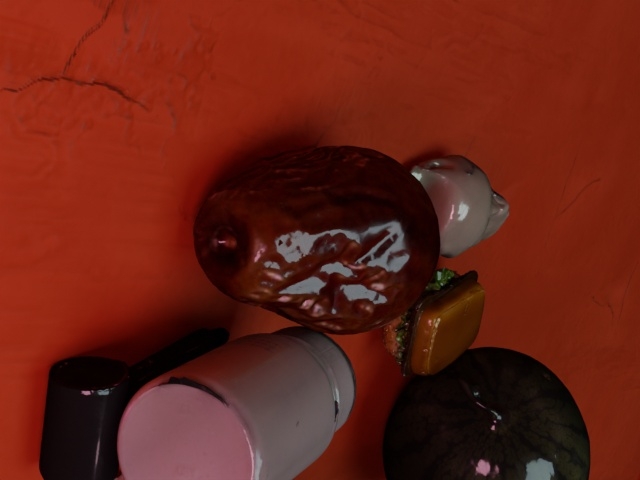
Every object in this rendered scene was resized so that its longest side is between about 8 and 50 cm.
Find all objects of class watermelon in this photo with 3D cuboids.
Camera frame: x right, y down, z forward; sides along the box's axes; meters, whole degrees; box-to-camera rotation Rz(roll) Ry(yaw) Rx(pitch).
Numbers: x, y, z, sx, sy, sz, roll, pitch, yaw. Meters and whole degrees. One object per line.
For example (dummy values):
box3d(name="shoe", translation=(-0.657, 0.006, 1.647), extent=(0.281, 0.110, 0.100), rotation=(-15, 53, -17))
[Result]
box3d(name="watermelon", translation=(0.223, 0.285, 1.575), extent=(0.279, 0.278, 0.359), rotation=(-52, 160, -20))

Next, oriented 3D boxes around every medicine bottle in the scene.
box3d(name="medicine bottle", translation=(-0.065, 0.162, 1.082), extent=(0.258, 0.143, 0.144), rotation=(-21, 131, -65))

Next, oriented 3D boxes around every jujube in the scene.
box3d(name="jujube", translation=(0.000, 0.000, 1.130), extent=(0.255, 0.190, 0.190), rotation=(-3, 115, -49))

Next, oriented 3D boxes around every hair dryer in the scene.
box3d(name="hair dryer", translation=(-0.166, 0.139, 1.098), extent=(0.248, 0.070, 0.114), rotation=(-28, 134, -58))

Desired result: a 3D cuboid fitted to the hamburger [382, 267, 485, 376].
box3d(name="hamburger", translation=(0.143, 0.094, 1.502), extent=(0.166, 0.087, 0.137), rotation=(-21, 129, -51))

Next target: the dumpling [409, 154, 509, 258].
box3d(name="dumpling", translation=(0.155, -0.027, 1.437), extent=(0.150, 0.092, 0.176), rotation=(-58, 158, 17))

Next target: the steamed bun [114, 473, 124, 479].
box3d(name="steamed bun", translation=(-0.166, 0.345, 1.149), extent=(0.242, 0.146, 0.164), rotation=(-55, 146, -17))
